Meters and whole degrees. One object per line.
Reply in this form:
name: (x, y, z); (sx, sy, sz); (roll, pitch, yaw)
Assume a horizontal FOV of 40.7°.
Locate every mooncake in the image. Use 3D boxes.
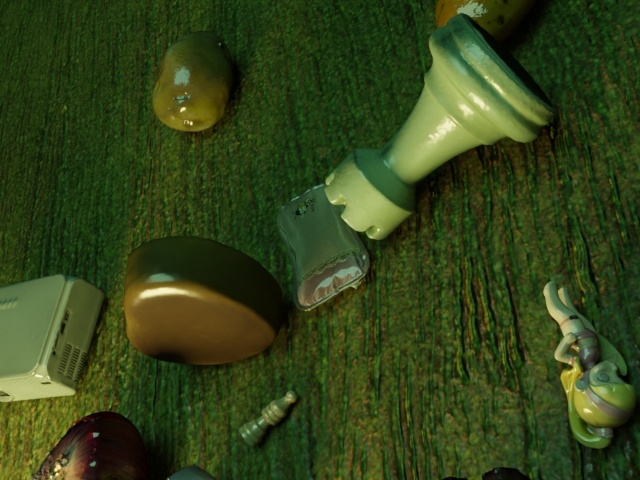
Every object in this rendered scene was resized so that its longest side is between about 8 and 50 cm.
mooncake: (-0.169, 0.088, 1.249); (0.235, 0.235, 0.117); (-23, 46, 27)

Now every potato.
potato: (-0.241, -0.302, 1.643); (0.154, 0.137, 0.200); (130, 149, -50)

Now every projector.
projector: (-0.520, 0.182, 1.563); (0.250, 0.108, 0.198); (-12, 55, 33)

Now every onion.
onion: (-0.331, 0.368, 1.233); (0.248, 0.161, 0.248); (-26, 37, 22)

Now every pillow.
pillow: (0.000, 0.000, 1.292); (0.130, 0.038, 0.233); (-32, 43, 16)

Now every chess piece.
chess piece: (-0.068, 0.241, 1.189); (0.092, 0.035, 0.035); (-43, 43, 4)
chess piece: (0.146, -0.138, 1.172); (0.299, 0.194, 0.194); (-43, 42, 21)

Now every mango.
mango: (0.255, -0.375, 1.282); (0.147, 0.109, 0.227); (17, 72, 50)

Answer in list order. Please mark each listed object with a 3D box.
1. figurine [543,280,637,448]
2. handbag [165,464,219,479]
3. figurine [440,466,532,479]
figurine: (0.285, 0.132, 0.939); (0.083, 0.083, 0.187); (-31, 52, 20)
handbag: (-0.156, 0.371, 1.129); (0.173, 0.095, 0.117); (20, 73, 43)
figurine: (0.160, 0.410, 0.807); (0.218, 0.206, 0.365); (-5, 31, 13)
